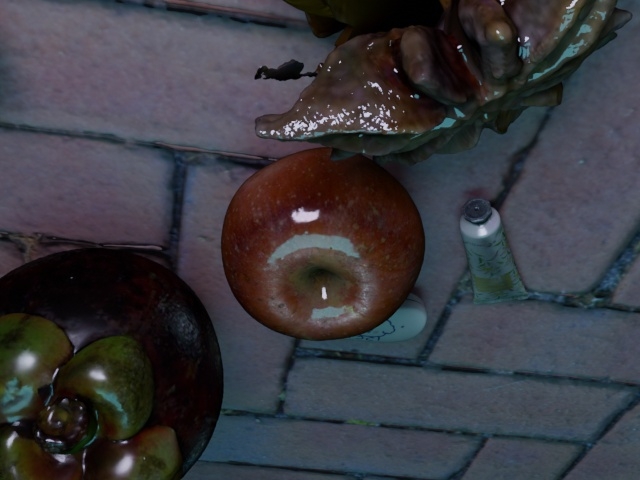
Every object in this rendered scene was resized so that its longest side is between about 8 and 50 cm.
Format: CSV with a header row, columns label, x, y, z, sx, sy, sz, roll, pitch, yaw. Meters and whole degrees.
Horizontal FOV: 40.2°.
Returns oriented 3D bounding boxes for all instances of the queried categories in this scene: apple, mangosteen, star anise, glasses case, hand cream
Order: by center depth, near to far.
label,x,y,z,sx,sy,sz,roll,pitch,yaw
star anise,0.108,-0.140,0.645,0.292,0.108,0.350,-38,165,23
apple,0.000,0.000,0.849,0.201,0.162,0.201,-1,129,-1
mangosteen,-0.239,0.146,0.911,0.301,0.300,0.300,0,140,0
hand cream,0.186,0.021,0.958,0.067,0.042,0.194,-12,143,13
glasses case,0.027,0.080,1.020,0.197,0.049,0.076,10,139,-11

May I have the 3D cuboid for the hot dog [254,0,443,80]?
label,x,y,z,sx,sy,sz,roll,pitch,yaw
hot dog,0.001,-0.221,0.584,0.194,0.107,0.326,-36,164,-16
